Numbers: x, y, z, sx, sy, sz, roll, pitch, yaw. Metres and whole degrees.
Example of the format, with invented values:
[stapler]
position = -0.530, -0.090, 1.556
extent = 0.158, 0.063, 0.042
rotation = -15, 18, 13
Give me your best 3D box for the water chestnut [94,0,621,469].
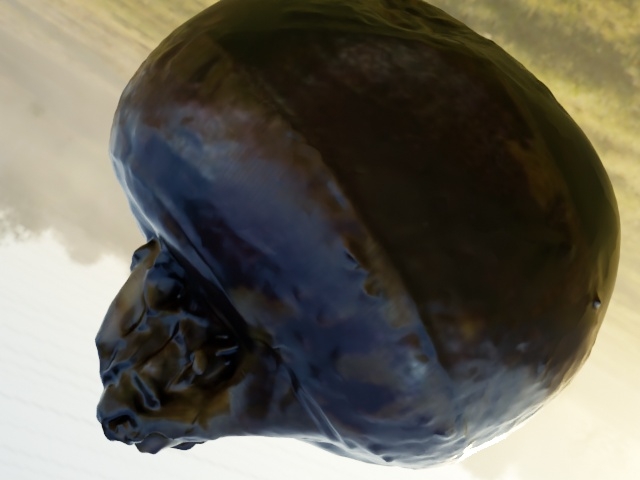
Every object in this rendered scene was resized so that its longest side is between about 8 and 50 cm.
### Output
[water chestnut]
position = 0.000, 0.000, 0.471
extent = 0.223, 0.238, 0.223
rotation = 50, 168, 14
